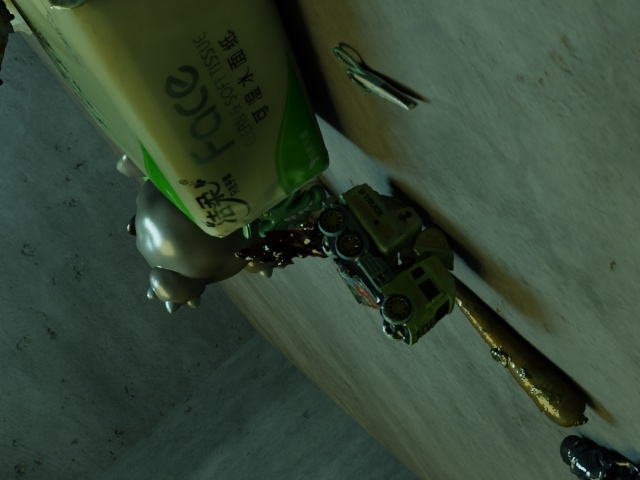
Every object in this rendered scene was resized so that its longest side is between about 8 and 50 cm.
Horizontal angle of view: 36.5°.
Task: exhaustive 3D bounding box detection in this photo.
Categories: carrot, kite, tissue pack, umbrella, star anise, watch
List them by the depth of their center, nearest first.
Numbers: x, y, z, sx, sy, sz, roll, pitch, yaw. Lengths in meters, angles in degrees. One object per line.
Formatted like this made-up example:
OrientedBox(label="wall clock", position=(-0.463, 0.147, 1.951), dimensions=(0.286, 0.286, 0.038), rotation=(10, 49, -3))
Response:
OrientedBox(label="tissue pack", position=(-0.188, -0.235, 1.036), dimensions=(0.332, 0.205, 0.405), rotation=(48, 169, 31))
OrientedBox(label="umbrella", position=(0.350, 0.285, 1.149), dimensions=(0.224, 0.071, 0.080), rotation=(-148, 46, -70))
OrientedBox(label="carrot", position=(0.222, 0.125, 1.157), dimensions=(0.254, 0.049, 0.049), rotation=(48, 170, 21))
OrientedBox(label="star anise", position=(0.000, -0.004, 1.318), dimensions=(0.157, 0.212, 0.053), rotation=(124, 148, -61))
OrientedBox(label="watch", position=(-0.087, -0.084, 1.412), dimensions=(0.165, 0.131, 0.152), rotation=(53, 178, -27))
OrientedBox(label="kite", position=(0.080, 0.093, 1.653), dimensions=(0.183, 0.014, 0.241), rotation=(46, 169, -5))

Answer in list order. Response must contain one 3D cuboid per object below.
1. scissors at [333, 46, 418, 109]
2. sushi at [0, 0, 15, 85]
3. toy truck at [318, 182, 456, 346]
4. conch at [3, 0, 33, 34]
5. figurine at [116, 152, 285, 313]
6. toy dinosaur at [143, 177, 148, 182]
OrientedBox(label="scissors", position=(0.053, -0.147, 0.914), dimensions=(0.119, 0.014, 0.058), rotation=(42, 172, 44))
OrientedBox(label="sushi", position=(-0.386, -0.260, 1.023), dimensions=(0.097, 0.103, 0.226), rotation=(21, -153, -52))
OrientedBox(label="toy truck", position=(0.084, 0.016, 1.112), dimensions=(0.191, 0.116, 0.085), rotation=(53, 172, 22))
OrientedBox(label="conch", position=(-0.368, -0.387, 1.184), dimensions=(0.186, 0.263, 0.324), rotation=(56, 142, 24))
OrientedBox(label="figurine", position=(-0.211, -0.091, 1.544), dimensions=(0.203, 0.248, 0.380), rotation=(-34, 78, 60))
OrientedBox(label="toy dinosaur", position=(-0.362, -0.200, 2.022), dimensions=(0.500, 0.144, 0.374), rotation=(42, 164, 6))
